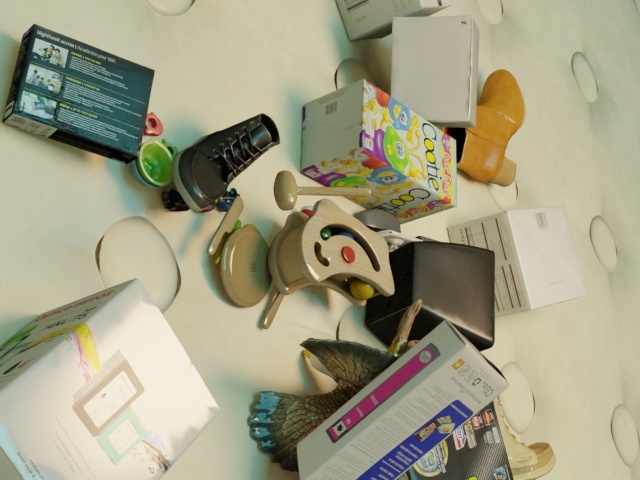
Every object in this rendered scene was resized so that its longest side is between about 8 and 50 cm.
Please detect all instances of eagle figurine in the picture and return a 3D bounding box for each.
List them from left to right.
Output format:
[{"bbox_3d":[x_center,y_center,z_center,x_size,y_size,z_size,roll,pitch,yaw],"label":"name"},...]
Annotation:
[{"bbox_3d":[0.050,0.229,1.598,0.298,0.225,0.226,-18,101,-63],"label":"eagle figurine"}]

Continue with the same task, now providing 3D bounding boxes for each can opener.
[{"bbox_3d":[0.178,0.005,1.930,0.280,0.074,0.093,20,60,-46],"label":"can opener"}]

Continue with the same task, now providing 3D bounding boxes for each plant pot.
[{"bbox_3d":[0.183,0.101,1.825,0.167,0.188,0.187,23,58,-29],"label":"plant pot"}]

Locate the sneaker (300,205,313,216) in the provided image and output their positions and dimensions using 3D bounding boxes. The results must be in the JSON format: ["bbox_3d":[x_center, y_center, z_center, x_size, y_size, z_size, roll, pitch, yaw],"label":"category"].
[{"bbox_3d":[0.000,0.000,1.738,0.118,0.042,0.067,50,39,-29],"label":"sneaker"}]

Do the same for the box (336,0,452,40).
[{"bbox_3d":[0.127,-0.500,1.988,0.119,0.182,0.181,-21,92,-52],"label":"box"}]

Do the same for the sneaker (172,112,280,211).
[{"bbox_3d":[-0.136,-0.125,1.511,0.083,0.118,0.222,58,22,-20],"label":"sneaker"}]

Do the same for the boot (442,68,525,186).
[{"bbox_3d":[0.346,-0.270,2.229,0.211,0.104,0.295,22,63,-45],"label":"boot"}]

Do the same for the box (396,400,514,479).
[{"bbox_3d":[0.235,0.429,1.784,0.216,0.060,0.270,-10,83,-33],"label":"box"}]

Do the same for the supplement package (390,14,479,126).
[{"bbox_3d":[0.220,-0.316,1.962,0.203,0.149,0.194,-13,105,-77],"label":"supplement package"}]

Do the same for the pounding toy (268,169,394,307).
[{"bbox_3d":[0.026,0.013,1.612,0.269,0.155,0.154,33,50,-34],"label":"pounding toy"}]

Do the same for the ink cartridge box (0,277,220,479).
[{"bbox_3d":[-0.293,0.208,1.163,0.197,0.198,0.270,60,38,-13],"label":"ink cartridge box"}]

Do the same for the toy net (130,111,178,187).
[{"bbox_3d":[-0.278,-0.184,1.467,0.232,0.045,0.122,56,41,-19],"label":"toy net"}]

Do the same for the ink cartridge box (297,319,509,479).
[{"bbox_3d":[0.095,0.284,1.525,0.176,0.371,0.069,42,7,-49],"label":"ink cartridge box"}]

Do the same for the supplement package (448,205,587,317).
[{"bbox_3d":[0.412,0.045,2.144,0.262,0.145,0.204,-6,80,-52],"label":"supplement package"}]

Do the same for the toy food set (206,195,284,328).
[{"bbox_3d":[-0.117,0.039,1.589,0.192,0.038,0.132,58,43,-34],"label":"toy food set"}]

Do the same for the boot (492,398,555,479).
[{"bbox_3d":[0.342,0.363,1.966,0.262,0.095,0.203,-9,83,-43],"label":"boot"}]

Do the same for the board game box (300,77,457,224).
[{"bbox_3d":[0.110,-0.151,1.853,0.275,0.144,0.142,25,57,-42],"label":"board game box"}]

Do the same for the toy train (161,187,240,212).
[{"bbox_3d":[-0.176,-0.060,1.557,0.158,0.027,0.036,-5,83,-51],"label":"toy train"}]

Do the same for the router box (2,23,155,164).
[{"bbox_3d":[-0.318,-0.193,1.376,0.179,0.046,0.133,19,69,-30],"label":"router box"}]
